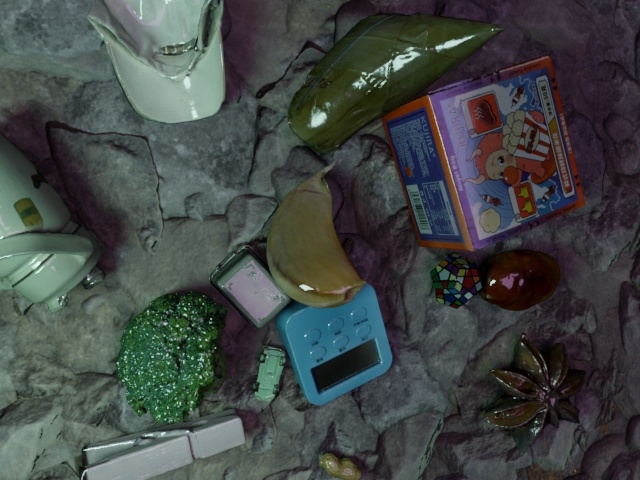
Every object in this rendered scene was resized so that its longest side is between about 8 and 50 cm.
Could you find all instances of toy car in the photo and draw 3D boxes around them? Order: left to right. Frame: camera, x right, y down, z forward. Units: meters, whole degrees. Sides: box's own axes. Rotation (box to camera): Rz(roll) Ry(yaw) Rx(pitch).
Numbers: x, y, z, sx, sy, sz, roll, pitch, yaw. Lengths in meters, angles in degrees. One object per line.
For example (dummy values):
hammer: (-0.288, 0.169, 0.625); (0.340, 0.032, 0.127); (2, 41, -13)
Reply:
toy car: (-0.116, 0.299, 1.283); (0.059, 0.035, 0.122); (11, 97, -18)

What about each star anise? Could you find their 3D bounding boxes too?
star anise: (0.563, 0.401, 1.471); (0.314, 0.108, 0.316); (-1, 93, -21)

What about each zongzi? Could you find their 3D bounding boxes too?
zongzi: (0.124, -0.316, 1.164); (0.356, 0.393, 0.174); (-49, 124, -7)

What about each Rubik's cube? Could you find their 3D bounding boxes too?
Rubik's cube: (0.327, 0.098, 1.379); (0.133, 0.133, 0.112); (39, 54, -15)

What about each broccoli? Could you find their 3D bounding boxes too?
broccoli: (-0.282, 0.230, 1.144); (0.241, 0.261, 0.269); (46, 37, -37)

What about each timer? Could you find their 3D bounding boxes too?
timer: (0.042, 0.235, 1.306); (0.231, 0.091, 0.250); (-24, 103, -16)

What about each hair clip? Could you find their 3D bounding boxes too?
hair clip: (-0.324, 0.436, 1.190); (0.330, 0.101, 0.085); (-10, 91, -20)

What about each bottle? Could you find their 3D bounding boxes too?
bottle: (-0.560, -0.015, 1.042); (0.229, 0.229, 0.352); (-43, 111, -12)

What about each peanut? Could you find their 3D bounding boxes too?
peanut: (0.048, 0.531, 1.336); (0.113, 0.054, 0.054); (26, 84, -17)

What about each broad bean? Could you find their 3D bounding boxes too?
broad bean: (0.503, 0.100, 1.432); (0.228, 0.122, 0.156); (1, 89, -15)

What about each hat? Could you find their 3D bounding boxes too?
hat: (-0.292, -0.393, 1.161); (0.257, 0.168, 0.302); (-8, 119, 4)

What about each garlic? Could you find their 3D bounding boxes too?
garlic: (-0.015, -0.005, 1.234); (0.196, 0.151, 0.339); (-19, 59, 14)

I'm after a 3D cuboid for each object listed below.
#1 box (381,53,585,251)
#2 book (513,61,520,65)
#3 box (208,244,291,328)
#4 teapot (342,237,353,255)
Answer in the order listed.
box: (0.367, -0.189, 1.309); (0.318, 0.257, 0.349); (-19, 98, -15)
book: (0.513, -0.358, 1.477); (0.118, 0.012, 0.172); (-37, 102, -14)
box: (-0.146, 0.105, 1.232); (0.124, 0.093, 0.172); (-44, 104, -8)
teapot: (0.051, 0.038, 1.310); (0.110, 0.084, 0.080); (-40, 123, -38)
